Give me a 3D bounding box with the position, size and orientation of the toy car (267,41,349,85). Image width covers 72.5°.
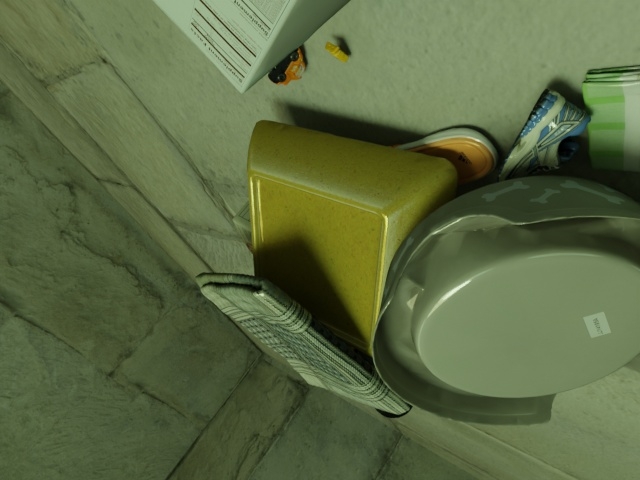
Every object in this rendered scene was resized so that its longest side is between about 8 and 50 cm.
[{"bbox_3d":[-0.016,-0.223,0.571,0.122,0.060,0.040,27,-173,41],"label":"toy car"}]

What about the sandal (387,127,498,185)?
[{"bbox_3d":[0.115,-0.081,0.604,0.102,0.076,0.265,46,156,-15],"label":"sandal"}]

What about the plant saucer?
[{"bbox_3d":[0.008,0.017,0.649,0.332,0.081,0.333,20,125,30],"label":"plant saucer"}]

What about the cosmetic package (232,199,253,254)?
[{"bbox_3d":[0.000,0.000,0.832,0.296,0.153,0.129,28,155,28],"label":"cosmetic package"}]

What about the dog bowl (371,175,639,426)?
[{"bbox_3d":[0.231,0.080,0.496,0.348,0.102,0.349,2,131,2],"label":"dog bowl"}]

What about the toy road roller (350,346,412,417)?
[{"bbox_3d":[0.213,0.191,0.871,0.329,0.241,0.202,-11,138,12],"label":"toy road roller"}]

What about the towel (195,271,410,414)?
[{"bbox_3d":[-0.054,0.165,0.725,0.312,0.056,0.324,43,158,-22],"label":"towel"}]

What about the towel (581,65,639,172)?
[{"bbox_3d":[0.307,-0.095,0.366,0.152,0.023,0.113,14,146,45],"label":"towel"}]

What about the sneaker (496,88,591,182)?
[{"bbox_3d":[0.227,-0.089,0.450,0.058,0.052,0.135,29,163,15],"label":"sneaker"}]

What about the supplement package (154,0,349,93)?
[{"bbox_3d":[-0.024,-0.263,0.327,0.149,0.194,0.203,45,156,-12],"label":"supplement package"}]
